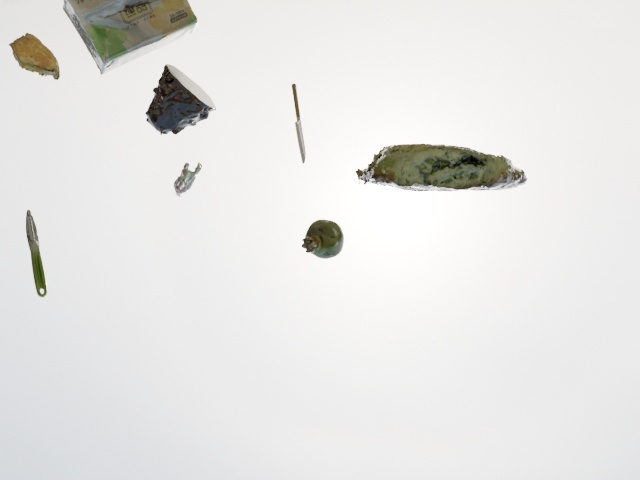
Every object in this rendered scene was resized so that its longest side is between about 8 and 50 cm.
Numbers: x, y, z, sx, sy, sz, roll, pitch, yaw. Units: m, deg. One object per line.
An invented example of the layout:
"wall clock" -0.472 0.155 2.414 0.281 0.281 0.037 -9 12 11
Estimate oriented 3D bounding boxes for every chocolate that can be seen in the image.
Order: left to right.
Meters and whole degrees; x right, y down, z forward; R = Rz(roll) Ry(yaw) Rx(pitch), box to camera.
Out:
"chocolate" -0.334 -0.302 1.395 0.133 0.156 0.156 -44 -137 10

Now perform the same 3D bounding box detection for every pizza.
"pizza" -0.688 -0.439 1.483 0.099 0.035 0.160 -19 -120 -44

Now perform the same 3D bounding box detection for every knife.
"knife" -0.551 0.025 1.194 0.022 0.026 0.184 -11 -111 -20
"knife" -0.074 -0.374 1.986 0.022 0.256 0.046 -4 -165 15

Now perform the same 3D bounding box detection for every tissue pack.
"tissue pack" -0.386 -0.474 1.277 0.229 0.159 0.145 -32 -166 -20

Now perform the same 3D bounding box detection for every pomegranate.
"pomegranate" 0.000 0.000 1.682 0.114 0.114 0.142 26 -155 29

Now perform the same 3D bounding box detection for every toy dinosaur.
"toy dinosaur" -0.430 -0.171 1.917 0.053 0.242 0.167 32 -129 -13

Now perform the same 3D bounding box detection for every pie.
"pie" 0.246 -0.150 1.285 0.355 0.102 0.288 2 -171 10
